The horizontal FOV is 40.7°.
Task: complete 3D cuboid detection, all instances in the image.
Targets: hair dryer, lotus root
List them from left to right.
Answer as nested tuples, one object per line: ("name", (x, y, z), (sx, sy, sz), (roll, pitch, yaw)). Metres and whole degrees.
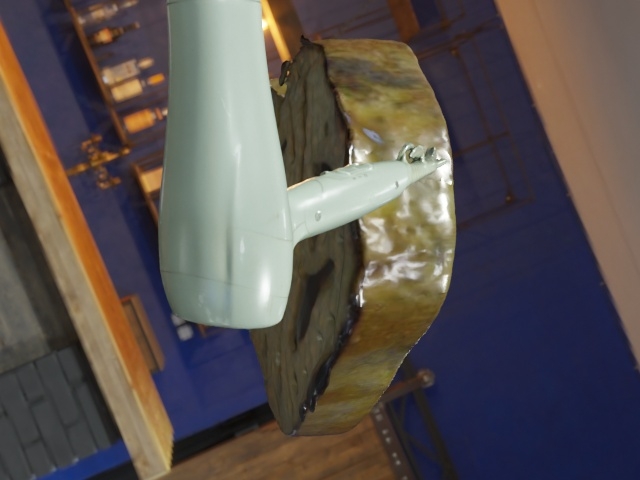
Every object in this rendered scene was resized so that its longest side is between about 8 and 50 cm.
("lotus root", (0.000, 0.000, 0.818), (0.390, 0.111, 0.374), (-161, -104, -68))
("hair dryer", (0.004, -0.065, 0.521), (0.075, 0.237, 0.206), (8, -79, 43))
